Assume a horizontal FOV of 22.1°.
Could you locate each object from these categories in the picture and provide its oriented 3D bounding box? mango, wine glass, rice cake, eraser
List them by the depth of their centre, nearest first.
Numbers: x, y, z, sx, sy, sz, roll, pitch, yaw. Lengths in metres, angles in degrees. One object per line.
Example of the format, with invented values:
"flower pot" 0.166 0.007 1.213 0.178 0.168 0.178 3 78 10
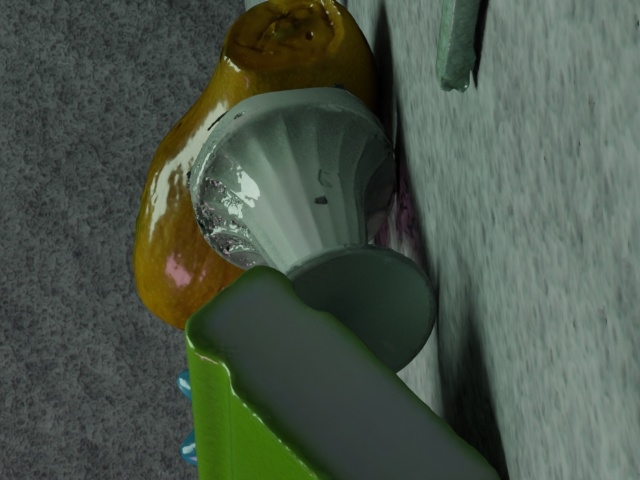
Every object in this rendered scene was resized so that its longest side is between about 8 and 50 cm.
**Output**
"rice cake" 0.075 -0.123 0.860 0.121 0.022 0.022 95 174 -54
"eraser" 0.007 0.159 1.047 0.210 0.092 0.274 44 159 18
"wine glass" 0.000 0.000 1.179 0.196 0.165 0.165 -115 18 -52
"mango" -0.049 -0.054 1.343 0.359 0.187 0.144 -57 49 37

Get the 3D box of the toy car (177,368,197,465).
"toy car" -0.035 0.153 1.490 0.188 0.190 0.255 96 170 -72
